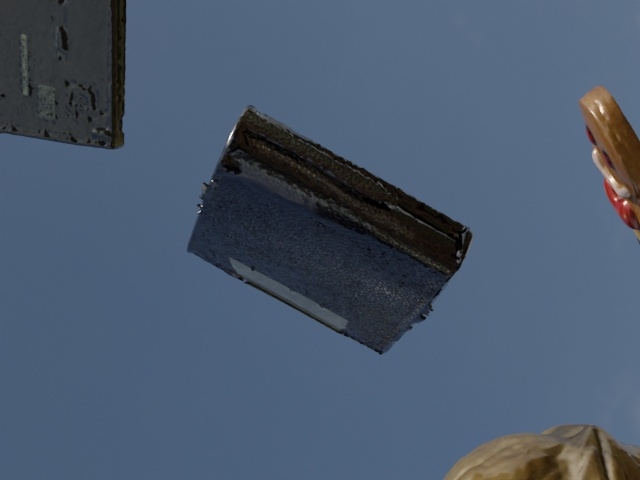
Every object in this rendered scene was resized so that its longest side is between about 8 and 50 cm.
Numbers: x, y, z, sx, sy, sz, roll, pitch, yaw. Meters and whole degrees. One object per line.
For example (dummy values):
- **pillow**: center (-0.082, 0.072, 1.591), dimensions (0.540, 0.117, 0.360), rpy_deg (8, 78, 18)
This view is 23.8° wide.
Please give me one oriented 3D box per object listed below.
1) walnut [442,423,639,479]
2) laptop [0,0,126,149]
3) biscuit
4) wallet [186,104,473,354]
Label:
- **walnut**: center (0.217, 0.322, 1.411), dimensions (0.252, 0.277, 0.313), rpy_deg (6, -82, -69)
- **laptop**: center (-0.200, -0.167, 1.006), dimensions (0.026, 0.154, 0.207), rpy_deg (-52, -30, -63)
- **biscuit**: center (0.243, -0.016, 1.132), dimensions (0.250, 0.036, 0.165), rpy_deg (54, -171, -41)
- **wallet**: center (0.000, 0.000, 1.322), dimensions (0.221, 0.262, 0.071), rpy_deg (27, -117, -2)
